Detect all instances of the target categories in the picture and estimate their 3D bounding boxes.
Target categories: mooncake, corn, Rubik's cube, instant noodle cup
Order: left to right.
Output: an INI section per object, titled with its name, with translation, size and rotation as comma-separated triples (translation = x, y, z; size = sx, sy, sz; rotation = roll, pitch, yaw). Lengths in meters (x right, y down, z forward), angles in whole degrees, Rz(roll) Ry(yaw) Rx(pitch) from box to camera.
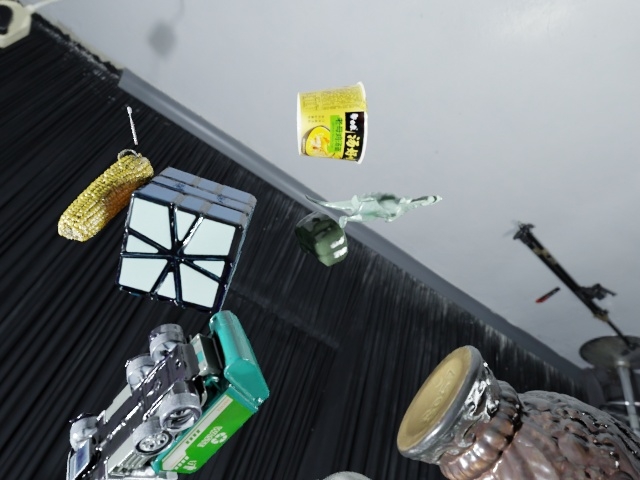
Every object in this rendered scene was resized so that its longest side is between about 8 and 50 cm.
[corn]
translation = -0.539, -0.116, 1.025
size = 0.106, 0.293, 0.106
rotation = 17, 142, 14
[Rubik's cube]
translation = -0.361, -0.006, 1.126
size = 0.288, 0.283, 0.294
rotation = 19, 113, -11
[mooncake]
translation = 0.000, 0.000, 1.222
size = 0.168, 0.104, 0.175
rotation = 53, 157, -6
[instant noodle cup]
translation = 0.018, -0.217, 0.757
size = 0.122, 0.151, 0.151
rotation = -5, 139, -5

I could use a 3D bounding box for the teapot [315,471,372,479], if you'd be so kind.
[teapot]
translation = 0.045, 0.428, 0.588
size = 0.226, 0.145, 0.092
rotation = 24, 166, 42

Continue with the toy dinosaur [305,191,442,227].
[toy dinosaur]
translation = 0.111, -0.092, 1.088
size = 0.392, 0.205, 0.092
rotation = 1, 104, 41

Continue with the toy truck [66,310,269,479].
[toy truck]
translation = -0.169, 0.194, 0.450
size = 0.253, 0.114, 0.124
rotation = -48, 131, 8

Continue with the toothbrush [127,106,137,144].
[toothbrush]
translation = -0.497, -0.304, 1.066
size = 0.006, 0.008, 0.097
rotation = -5, 99, 17

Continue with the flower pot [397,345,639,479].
[flower pot]
translation = 0.273, 0.310, 0.584
size = 0.267, 0.266, 0.267
rotation = 35, 141, 9
